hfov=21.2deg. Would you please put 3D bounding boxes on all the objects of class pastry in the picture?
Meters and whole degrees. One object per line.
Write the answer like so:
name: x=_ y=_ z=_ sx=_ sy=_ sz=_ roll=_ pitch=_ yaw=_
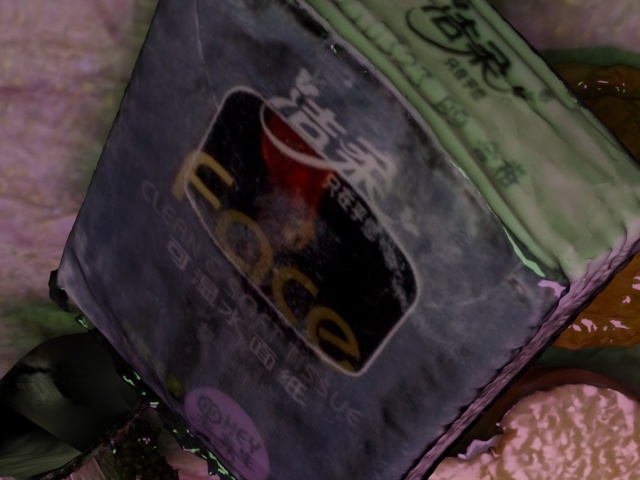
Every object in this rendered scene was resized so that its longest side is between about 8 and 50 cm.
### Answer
pastry: x=0.149 y=-0.016 z=0.992 sx=0.188 sy=0.103 sz=0.189 roll=2 pitch=147 yaw=1

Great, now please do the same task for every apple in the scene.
apple: x=0.123 y=0.195 z=1.256 sx=0.292 sy=0.163 sz=0.251 roll=-17 pitch=113 yaw=-1

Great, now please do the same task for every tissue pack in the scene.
tissue pack: x=0.000 y=0.000 z=0.922 sx=0.259 sy=0.122 sz=0.361 roll=47 pitch=146 yaw=9

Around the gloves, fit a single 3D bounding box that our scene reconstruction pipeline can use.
gloves: x=-0.176 y=0.197 z=1.258 sx=0.135 sy=0.210 sz=0.312 roll=9 pitch=130 yaw=14
